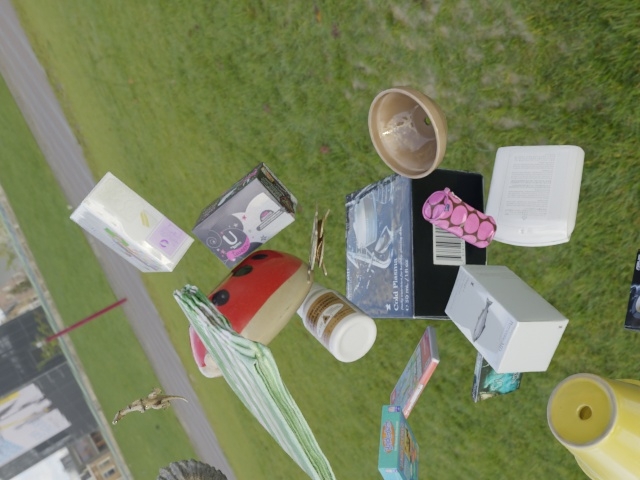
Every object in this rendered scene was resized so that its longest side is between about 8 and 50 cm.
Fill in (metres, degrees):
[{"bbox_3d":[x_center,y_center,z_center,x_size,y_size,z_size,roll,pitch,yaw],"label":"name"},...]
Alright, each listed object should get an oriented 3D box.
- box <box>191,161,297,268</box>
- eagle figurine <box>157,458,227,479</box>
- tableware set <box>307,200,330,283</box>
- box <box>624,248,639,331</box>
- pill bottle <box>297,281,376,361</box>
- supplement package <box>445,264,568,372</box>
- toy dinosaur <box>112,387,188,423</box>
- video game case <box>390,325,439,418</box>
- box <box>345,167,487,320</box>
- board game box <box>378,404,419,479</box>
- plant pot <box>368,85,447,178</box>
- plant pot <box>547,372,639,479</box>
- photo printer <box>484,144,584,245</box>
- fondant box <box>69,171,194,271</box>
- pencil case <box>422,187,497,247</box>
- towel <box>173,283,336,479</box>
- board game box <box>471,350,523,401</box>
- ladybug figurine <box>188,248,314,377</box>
[{"bbox_3d":[-0.207,-0.067,1.549,0.163,0.247,0.142,48,-161,-19],"label":"box"},{"bbox_3d":[-0.236,0.633,1.141,0.226,0.225,0.298,23,144,59],"label":"eagle figurine"},{"bbox_3d":[0.000,0.000,1.239,0.194,0.039,0.128,-89,8,-66],"label":"tableware set"},{"bbox_3d":[0.712,0.106,1.132,0.147,0.077,0.180,144,140,-84],"label":"box"},{"bbox_3d":[0.028,0.200,1.437,0.229,0.131,0.131,35,146,50],"label":"pill bottle"},{"bbox_3d":[0.313,0.130,0.958,0.179,0.105,0.105,-123,41,-57],"label":"supplement package"},{"bbox_3d":[-0.377,0.363,1.262,0.092,0.183,0.053,-32,71,50],"label":"toy dinosaur"},{"bbox_3d":[0.279,0.419,1.678,0.025,0.204,0.285,23,110,0],"label":"video game case"},{"bbox_3d":[0.312,0.035,1.932,0.472,0.297,0.480,161,111,-67],"label":"box"},{"bbox_3d":[0.192,0.522,1.344,0.047,0.160,0.210,-8,130,19],"label":"board game box"},{"bbox_3d":[0.243,-0.288,1.423,0.237,0.110,0.237,36,143,33],"label":"plant pot"},{"bbox_3d":[0.638,0.410,1.220,0.239,0.254,0.254,29,169,-26],"label":"plant pot"},{"bbox_3d":[0.628,-0.129,1.651,0.256,0.307,0.107,4,159,32],"label":"photo printer"},{"bbox_3d":[-0.464,-0.030,1.342,0.238,0.096,0.330,41,160,-20],"label":"fondant box"},{"bbox_3d":[0.374,-0.058,1.467,0.209,0.098,0.095,24,-171,-32],"label":"pencil case"},{"bbox_3d":[-0.103,0.197,0.808,0.325,0.038,0.248,18,137,58],"label":"towel"},{"bbox_3d":[0.436,0.315,1.357,0.026,0.126,0.186,-115,14,-50],"label":"board game box"},{"bbox_3d":[-0.173,0.150,1.320,0.305,0.449,0.162,-37,97,23],"label":"ladybug figurine"}]
